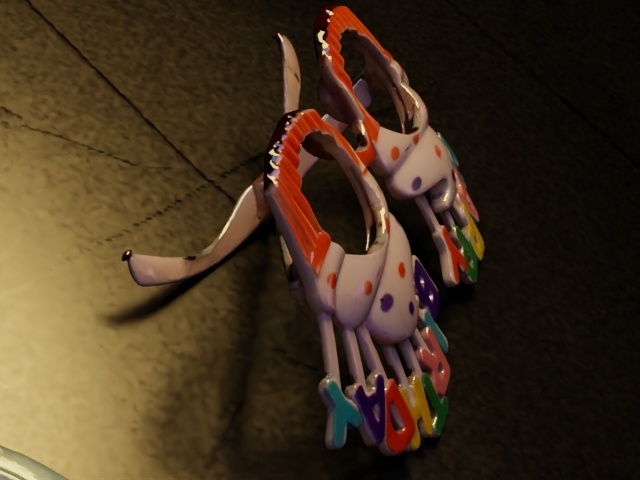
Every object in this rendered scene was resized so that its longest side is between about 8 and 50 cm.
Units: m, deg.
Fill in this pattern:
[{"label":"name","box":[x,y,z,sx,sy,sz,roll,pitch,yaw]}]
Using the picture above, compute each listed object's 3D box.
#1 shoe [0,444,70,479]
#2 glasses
[{"label":"shoe","box":[-0.088,0.146,0.635,0.195,0.079,0.078,33,33,-3]},{"label":"glasses","box":[0.009,0.002,0.861,0.162,0.095,0.255,50,34,-20]}]
